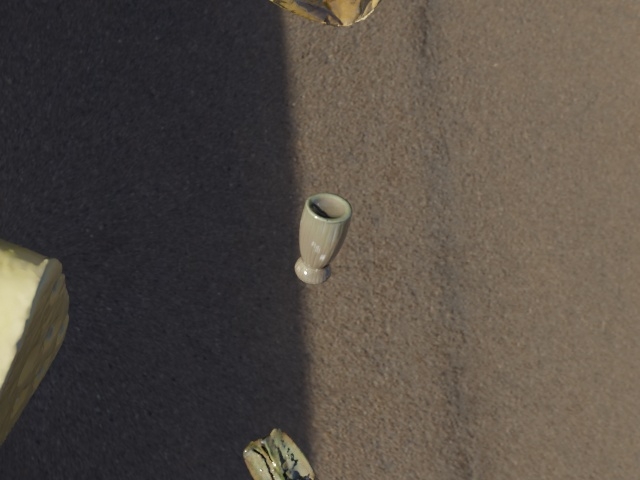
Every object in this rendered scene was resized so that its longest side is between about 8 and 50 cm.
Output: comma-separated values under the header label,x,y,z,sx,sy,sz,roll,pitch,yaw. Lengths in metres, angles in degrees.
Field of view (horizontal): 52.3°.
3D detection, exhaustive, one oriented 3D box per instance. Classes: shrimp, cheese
label,x,y,z,sx,sy,sz,roll,pitch,yaw
shrimp,0.017,0.295,0.610,0.058,0.173,0.253,-36,95,-10
cheese,-0.460,0.165,0.940,0.104,0.384,0.383,23,78,-9

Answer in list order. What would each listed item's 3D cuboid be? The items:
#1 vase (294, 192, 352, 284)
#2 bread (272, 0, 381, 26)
label,x,y,z,sx,sy,sz,roll,pitch,yaw
vase,0.000,0.000,0.724,0.053,0.053,0.100,-11,137,-27
bread,-0.016,-0.456,0.971,0.288,0.204,0.156,-5,50,-42
